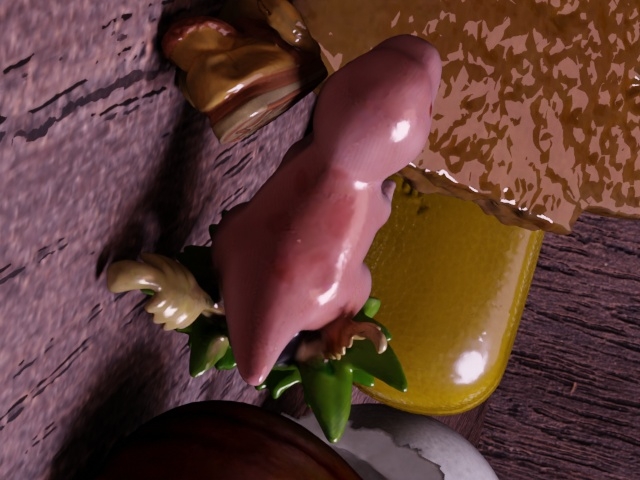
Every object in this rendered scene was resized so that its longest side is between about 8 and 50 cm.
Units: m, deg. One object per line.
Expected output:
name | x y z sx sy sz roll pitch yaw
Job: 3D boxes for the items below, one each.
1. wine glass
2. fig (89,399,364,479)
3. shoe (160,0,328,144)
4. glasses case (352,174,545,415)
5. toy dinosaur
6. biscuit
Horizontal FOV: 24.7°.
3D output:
wine glass | 0.032 0.232 1.095 0.323 0.238 0.238 11 96 -74
fig | -0.015 0.197 0.813 0.186 0.249 0.204 -72 173 -54
shoe | -0.036 -0.095 0.751 0.072 0.069 0.109 -33 -172 47
glasses case | 0.088 -0.065 1.060 0.141 0.173 0.371 53 53 -75
toy dinosaur | 0.005 0.005 0.768 0.194 0.152 0.177 -47 170 -29
biscuit | 0.128 -0.210 0.938 0.368 0.076 0.394 14 86 -37
